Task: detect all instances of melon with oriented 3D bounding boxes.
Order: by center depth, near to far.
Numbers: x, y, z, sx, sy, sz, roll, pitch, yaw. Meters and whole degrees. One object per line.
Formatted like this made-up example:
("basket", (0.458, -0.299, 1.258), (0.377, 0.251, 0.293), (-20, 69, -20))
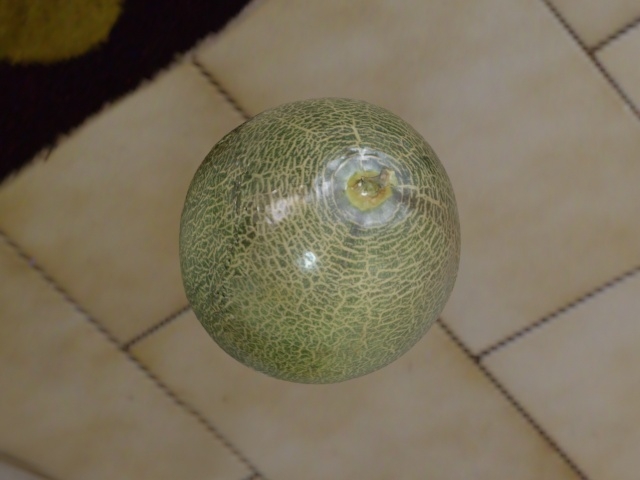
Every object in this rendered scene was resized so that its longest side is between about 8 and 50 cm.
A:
("melon", (0.000, 0.000, 0.844), (0.139, 0.139, 0.192), (25, 157, -8))
